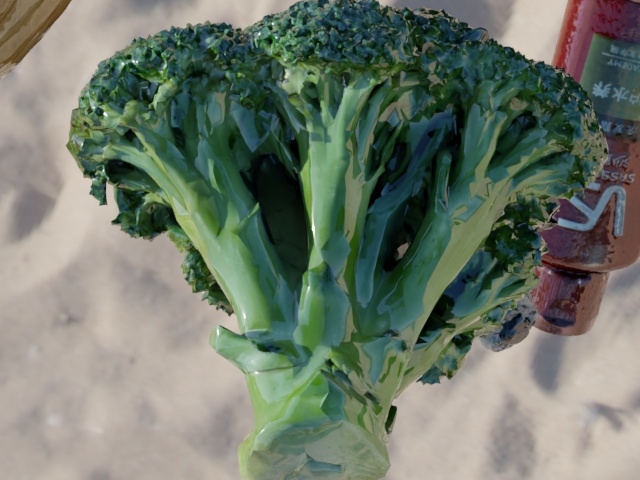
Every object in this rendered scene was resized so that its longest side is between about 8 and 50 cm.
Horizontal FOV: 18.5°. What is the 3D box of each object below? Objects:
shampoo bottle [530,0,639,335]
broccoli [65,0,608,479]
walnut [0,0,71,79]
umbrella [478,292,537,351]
[{"bbox_3d":[0.224,-0.069,1.572,0.076,0.118,0.314,-97,16,-57],"label":"shampoo bottle"},{"bbox_3d":[0.000,0.000,0.986,0.269,0.254,0.269,5,52,-7],"label":"broccoli"},{"bbox_3d":[-0.201,-0.196,0.728,0.333,0.333,0.332,-8,73,27],"label":"walnut"},{"bbox_3d":[0.057,-0.023,1.313,0.052,0.053,0.250,-49,59,17],"label":"umbrella"}]
